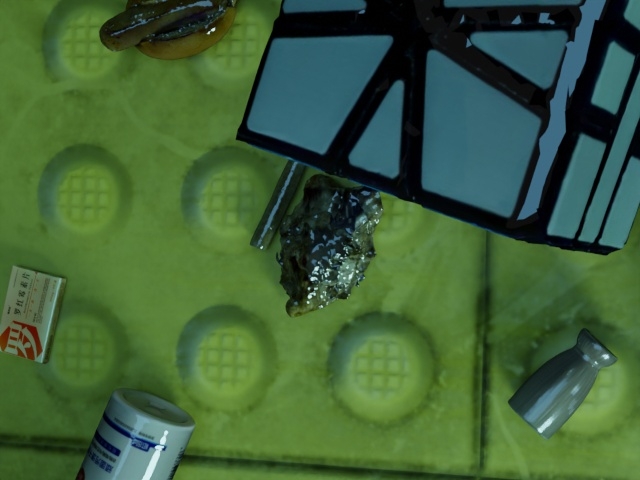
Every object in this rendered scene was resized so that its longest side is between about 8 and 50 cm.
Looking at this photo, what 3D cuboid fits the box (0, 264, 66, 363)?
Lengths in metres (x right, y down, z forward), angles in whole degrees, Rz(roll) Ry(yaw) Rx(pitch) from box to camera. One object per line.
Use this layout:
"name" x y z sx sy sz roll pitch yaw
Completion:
"box" -0.303 0.077 1.522 0.058 0.015 0.093 14 93 14

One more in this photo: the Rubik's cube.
"Rubik's cube" 0.143 -0.162 1.238 0.288 0.283 0.293 19 98 26

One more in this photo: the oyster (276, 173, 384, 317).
"oyster" 0.001 0.009 1.416 0.103 0.051 0.148 17 105 23

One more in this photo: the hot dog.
"hot dog" -0.151 -0.226 1.457 0.140 0.060 0.089 -6 84 20

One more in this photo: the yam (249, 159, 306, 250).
"yam" -0.038 -0.044 1.442 0.021 0.021 0.116 28 96 15

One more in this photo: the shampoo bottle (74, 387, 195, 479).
"shampoo bottle" -0.225 0.301 1.459 0.092 0.092 0.303 27 97 15

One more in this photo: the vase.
"vase" 0.226 0.131 1.350 0.053 0.053 0.100 44 96 12
